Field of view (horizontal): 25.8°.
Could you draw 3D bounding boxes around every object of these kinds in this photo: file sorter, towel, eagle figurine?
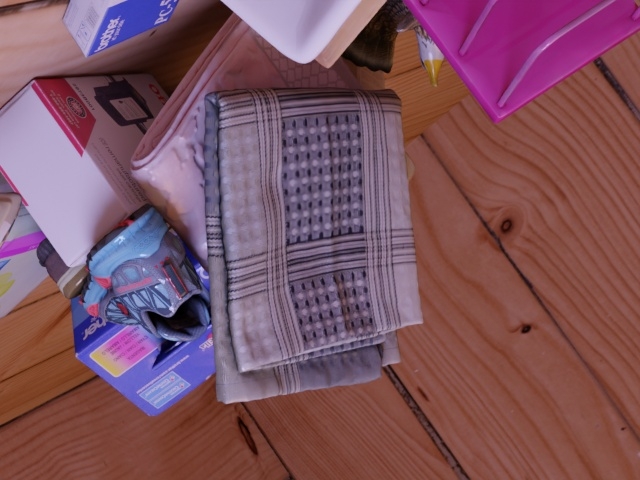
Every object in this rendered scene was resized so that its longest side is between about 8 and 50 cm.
[{"bbox_3d":[0.187,-0.311,1.382,0.202,0.291,0.182,-33,171,-14],"label":"file sorter"},{"bbox_3d":[0.000,0.000,1.474,0.056,0.324,0.312,1,-175,38],"label":"towel"},{"bbox_3d":[0.120,-0.294,1.663,0.225,0.226,0.298,-65,-168,8],"label":"eagle figurine"},{"bbox_3d":[-0.037,-0.074,1.518,0.053,0.332,0.317,1,-132,40],"label":"towel"}]

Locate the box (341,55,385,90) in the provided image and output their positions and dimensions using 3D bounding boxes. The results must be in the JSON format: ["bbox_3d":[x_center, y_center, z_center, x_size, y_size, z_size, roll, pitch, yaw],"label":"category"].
[{"bbox_3d":[-0.009,-0.138,1.877,0.232,0.058,0.322,-39,-149,30],"label":"box"}]

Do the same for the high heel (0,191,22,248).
[{"bbox_3d":[-0.394,0.035,1.290,0.261,0.093,0.186,-36,-173,-17],"label":"high heel"}]

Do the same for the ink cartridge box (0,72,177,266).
[{"bbox_3d":[-0.221,-0.082,1.486,0.100,0.172,0.237,-39,173,23],"label":"ink cartridge box"}]

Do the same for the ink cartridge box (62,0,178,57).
[{"bbox_3d":[-0.155,-0.242,1.215,0.097,0.046,0.207,-30,173,-29],"label":"ink cartridge box"}]

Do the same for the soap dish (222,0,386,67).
[{"bbox_3d":[-0.009,-0.277,0.962,0.118,0.229,0.291,-50,-177,-32],"label":"soap dish"}]

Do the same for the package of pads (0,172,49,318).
[{"bbox_3d":[-0.387,0.006,1.621,0.296,0.101,0.229,-40,171,30],"label":"package of pads"}]

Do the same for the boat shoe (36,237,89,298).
[{"bbox_3d":[-0.259,0.009,1.539,0.080,0.073,0.223,-40,-177,6],"label":"boat shoe"}]

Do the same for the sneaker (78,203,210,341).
[{"bbox_3d":[-0.172,0.062,1.416,0.104,0.125,0.262,-40,173,-13],"label":"sneaker"}]

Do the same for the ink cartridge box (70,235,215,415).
[{"bbox_3d":[-0.165,0.024,1.702,0.270,0.151,0.395,-37,-143,12],"label":"ink cartridge box"}]
